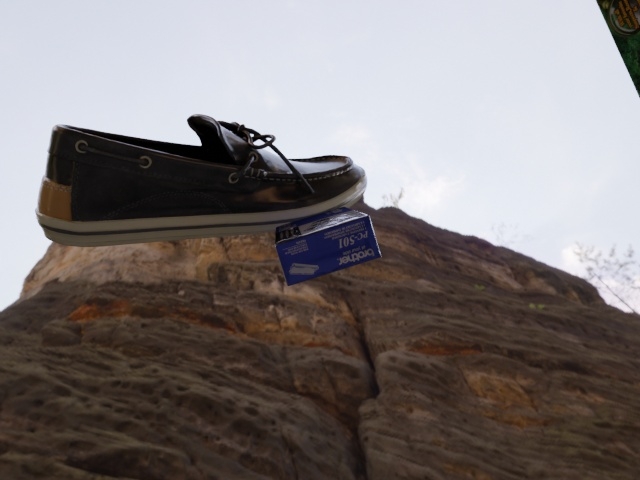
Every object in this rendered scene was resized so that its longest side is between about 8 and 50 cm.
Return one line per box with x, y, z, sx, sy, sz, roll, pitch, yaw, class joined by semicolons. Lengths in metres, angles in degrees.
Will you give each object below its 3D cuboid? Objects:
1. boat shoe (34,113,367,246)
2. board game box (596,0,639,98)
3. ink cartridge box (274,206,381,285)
-0.135;-0.100;0.819;0.500;0.187;0.156;-7;-72;-32;boat shoe
0.379;-0.271;0.625;0.030;0.136;0.260;-24;-89;-36;board game box
0.000;0.000;0.646;0.097;0.207;0.046;-17;-84;-2;ink cartridge box
